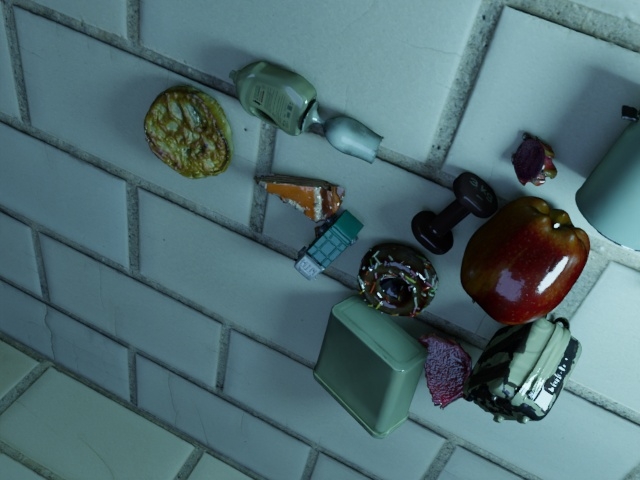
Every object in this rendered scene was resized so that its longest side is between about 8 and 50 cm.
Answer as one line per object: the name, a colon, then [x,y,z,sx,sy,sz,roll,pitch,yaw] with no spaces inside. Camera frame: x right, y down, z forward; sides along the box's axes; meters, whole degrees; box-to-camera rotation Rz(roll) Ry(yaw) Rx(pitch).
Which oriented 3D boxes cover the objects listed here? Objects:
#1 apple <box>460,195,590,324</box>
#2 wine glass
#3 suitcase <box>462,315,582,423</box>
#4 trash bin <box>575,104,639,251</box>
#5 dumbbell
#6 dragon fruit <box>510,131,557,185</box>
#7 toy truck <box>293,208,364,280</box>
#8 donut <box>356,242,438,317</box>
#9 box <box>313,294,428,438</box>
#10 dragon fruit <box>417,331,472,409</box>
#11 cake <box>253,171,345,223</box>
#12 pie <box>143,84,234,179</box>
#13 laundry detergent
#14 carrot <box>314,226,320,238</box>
apple: [0.513,0.056,1.497,0.288,0.288,0.317,37,116,0]
wine glass: [0.062,-0.295,1.612,0.222,0.103,0.103,29,132,7]
suitcase: [0.579,0.343,1.641,0.194,0.339,0.351,35,164,6]
trash bin: [0.725,-0.141,1.278,0.277,0.217,0.263,31,132,8]
dumbbell: [0.361,-0.070,1.592,0.140,0.124,0.225,41,132,-4]
dragon fruit: [0.531,-0.191,1.443,0.068,0.126,0.112,4,132,-28]
toy truck: [0.023,0.015,1.826,0.114,0.124,0.253,42,113,-4]
donut: [0.235,0.130,1.824,0.269,0.103,0.270,14,127,19]
box: [0.159,0.418,1.960,0.352,0.177,0.344,40,136,32]
dragon fruit: [0.425,0.404,1.908,0.161,0.126,0.274,-9,105,24]
cake: [-0.073,-0.140,1.796,0.287,0.098,0.135,19,130,15]
pie: [-0.408,-0.341,1.846,0.315,0.092,0.315,11,124,17]
laundry detergent: [-0.144,-0.409,1.645,0.253,0.091,0.181,28,137,8]
carrot: [0.000,0.000,1.905,0.032,0.032,0.093,-2,117,30]
